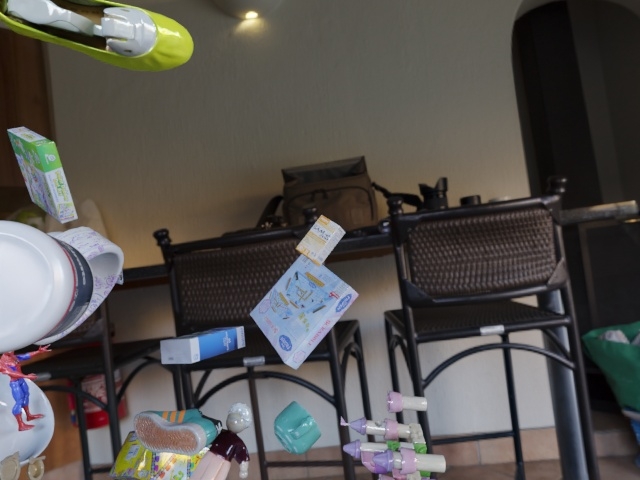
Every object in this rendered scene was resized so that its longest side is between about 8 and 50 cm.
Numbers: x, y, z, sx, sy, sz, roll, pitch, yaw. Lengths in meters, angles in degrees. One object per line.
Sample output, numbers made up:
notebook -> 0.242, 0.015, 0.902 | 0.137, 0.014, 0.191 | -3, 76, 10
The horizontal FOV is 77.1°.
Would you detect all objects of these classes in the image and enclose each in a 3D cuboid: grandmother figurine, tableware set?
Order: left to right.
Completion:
tableware set -> -0.703, 0.588, 0.950 | 0.020, 0.169, 0.141 | -17, -24, -4
grandmother figurine -> -0.320, 0.692, 1.286 | 0.207, 0.342, 0.104 | 25, -31, 3

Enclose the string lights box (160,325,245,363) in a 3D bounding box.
string lights box -> -0.387, 0.348, 1.350 | 0.133, 0.077, 0.259 | -10, -6, 26

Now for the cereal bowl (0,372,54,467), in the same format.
cereal bowl -> -1.013, 0.565, 1.217 | 0.141, 0.339, 0.339 | -40, -4, 2

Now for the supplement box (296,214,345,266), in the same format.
supplement box -> 0.000, 0.000, 0.904 | 0.062, 0.098, 0.036 | 33, -6, 37

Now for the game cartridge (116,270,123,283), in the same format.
game cartridge -> -0.763, 0.122, 1.509 | 0.056, 0.083, 0.017 | 2, 7, 45

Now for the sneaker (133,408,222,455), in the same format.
sneaker -> -0.429, 0.565, 1.206 | 0.302, 0.108, 0.121 | -3, -3, 29

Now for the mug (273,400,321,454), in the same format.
mug -> -0.076, 0.543, 1.162 | 0.097, 0.158, 0.129 | -36, 46, -29

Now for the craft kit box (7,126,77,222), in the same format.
craft kit box -> -0.873, -0.207, 1.262 | 0.246, 0.250, 0.061 | 21, 35, 31

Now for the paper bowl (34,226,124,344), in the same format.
paper bowl -> -0.635, 0.094, 0.971 | 0.148, 0.284, 0.284 | 34, -3, 0

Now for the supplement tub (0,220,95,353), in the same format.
supplement tub -> -0.498, 0.078, 0.674 | 0.191, 0.191, 0.272 | -5, -5, -21

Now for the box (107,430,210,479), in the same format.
box -> -0.619, 0.877, 1.578 | 0.279, 0.177, 0.290 | 37, -45, -24

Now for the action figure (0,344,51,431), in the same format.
action figure -> -0.927, 0.451, 1.284 | 0.139, 0.281, 0.091 | -14, 13, -11

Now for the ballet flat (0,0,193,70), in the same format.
ballet flat -> -0.282, -0.267, 0.503 | 0.230, 0.077, 0.077 | 7, 13, -15

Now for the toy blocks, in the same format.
toy blocks -> 0.192, 0.661, 1.205 | 0.259, 0.309, 0.289 | 4, 20, -1

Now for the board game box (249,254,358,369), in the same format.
board game box -> -0.069, 0.227, 1.404 | 0.066, 0.318, 0.318 | 45, -5, -36
